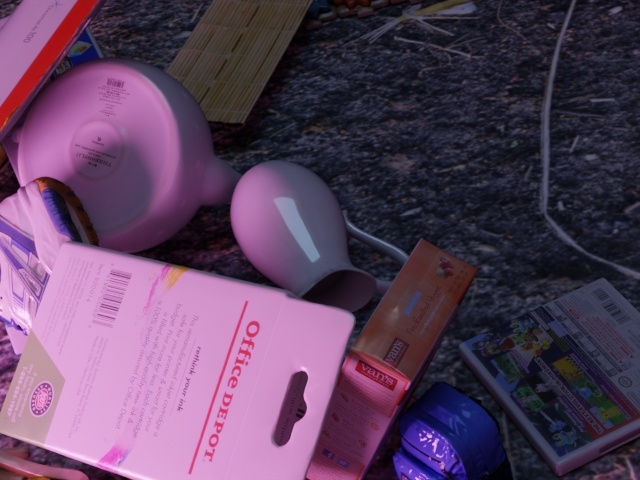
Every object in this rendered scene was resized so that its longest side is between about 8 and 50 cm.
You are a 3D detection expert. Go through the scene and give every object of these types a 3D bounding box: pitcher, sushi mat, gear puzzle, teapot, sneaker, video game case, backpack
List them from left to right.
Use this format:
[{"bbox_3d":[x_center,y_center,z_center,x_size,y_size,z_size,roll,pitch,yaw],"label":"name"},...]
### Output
[{"bbox_3d":[-0.289,0.080,1.592,0.131,0.112,0.296,-29,70,9],"label":"sneaker"},{"bbox_3d":[-0.235,-0.097,1.750,0.253,0.187,0.256,-33,76,14],"label":"teapot"},{"bbox_3d":[-0.127,-0.257,1.994,0.152,0.019,0.316,10,44,15],"label":"sushi mat"},{"bbox_3d":[0.000,0.000,1.650,0.178,0.125,0.207,-8,46,-27],"label":"pitcher"},{"bbox_3d":[0.094,-0.408,2.151,0.339,0.044,0.175,-14,39,-1],"label":"gear puzzle"},{"bbox_3d":[0.123,0.204,1.354,0.098,0.120,0.101,26,54,37],"label":"backpack"},{"bbox_3d":[0.269,0.135,1.471,0.183,0.023,0.201,-24,41,-12],"label":"video game case"}]

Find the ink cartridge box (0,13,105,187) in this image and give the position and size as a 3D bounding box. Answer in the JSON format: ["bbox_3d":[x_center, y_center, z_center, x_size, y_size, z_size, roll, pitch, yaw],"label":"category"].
[{"bbox_3d":[-0.357,-0.177,1.954,0.176,0.069,0.371,-23,54,-11],"label":"ink cartridge box"}]

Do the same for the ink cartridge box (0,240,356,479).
[{"bbox_3d":[-0.116,0.138,1.365,0.354,0.119,0.207,12,78,32],"label":"ink cartridge box"}]

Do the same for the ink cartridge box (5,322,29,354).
[{"bbox_3d":[-0.321,0.070,1.696,0.089,0.052,0.122,-11,38,1],"label":"ink cartridge box"}]

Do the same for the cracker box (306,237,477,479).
[{"bbox_3d":[0.062,0.128,1.374,0.067,0.232,0.155,29,51,8],"label":"cracker box"}]

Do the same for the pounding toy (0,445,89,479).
[{"bbox_3d":[-0.343,0.223,1.441,0.270,0.154,0.155,9,44,24],"label":"pounding toy"}]

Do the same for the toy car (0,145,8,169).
[{"bbox_3d":[-0.563,-0.147,2.025,0.239,0.053,0.225,-14,39,-1],"label":"toy car"}]

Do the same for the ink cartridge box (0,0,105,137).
[{"bbox_3d":[-0.385,-0.190,1.718,0.308,0.091,0.385,-60,14,-28],"label":"ink cartridge box"}]
